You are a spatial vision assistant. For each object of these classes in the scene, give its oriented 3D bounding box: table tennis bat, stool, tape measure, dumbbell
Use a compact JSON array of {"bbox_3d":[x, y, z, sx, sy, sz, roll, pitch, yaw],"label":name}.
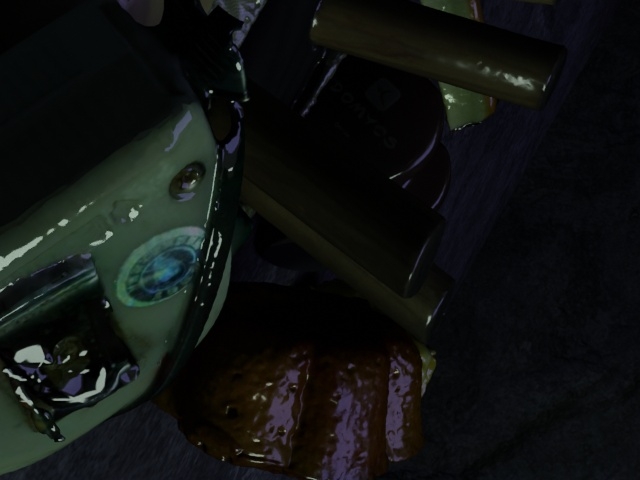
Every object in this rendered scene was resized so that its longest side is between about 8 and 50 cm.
[{"bbox_3d":[0.000,0.000,1.224,0.246,0.138,0.022,35,45,-69],"label":"table tennis bat"},{"bbox_3d":[0.031,-0.107,0.909,0.310,0.226,0.310,-64,167,-9],"label":"stool"},{"bbox_3d":[-0.117,0.013,0.592,0.235,0.115,0.207,-35,148,-7],"label":"tape measure"},{"bbox_3d":[0.054,-0.090,1.209,0.124,0.140,0.225,-44,166,-3],"label":"dumbbell"}]

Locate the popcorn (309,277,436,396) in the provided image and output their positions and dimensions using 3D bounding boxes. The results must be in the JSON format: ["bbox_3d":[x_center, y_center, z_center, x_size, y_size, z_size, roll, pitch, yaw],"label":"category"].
[{"bbox_3d":[0.041,0.137,1.464,0.218,0.189,0.169,-38,154,-59],"label":"popcorn"}]

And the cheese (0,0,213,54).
[{"bbox_3d":[-0.130,-0.075,0.674,0.286,0.082,0.163,-65,165,18],"label":"cheese"}]

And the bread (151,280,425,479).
[{"bbox_3d":[-0.037,0.119,1.096,0.246,0.232,0.135,-3,109,-49],"label":"bread"}]

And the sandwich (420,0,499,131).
[{"bbox_3d":[0.117,-0.260,1.205,0.245,0.063,0.212,-97,171,-47],"label":"sandwich"}]
